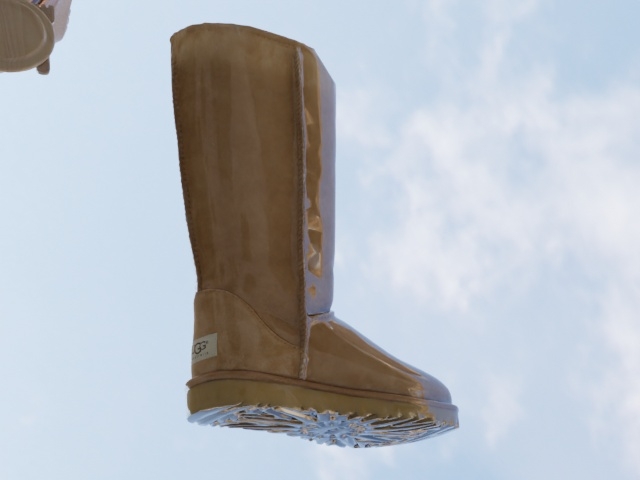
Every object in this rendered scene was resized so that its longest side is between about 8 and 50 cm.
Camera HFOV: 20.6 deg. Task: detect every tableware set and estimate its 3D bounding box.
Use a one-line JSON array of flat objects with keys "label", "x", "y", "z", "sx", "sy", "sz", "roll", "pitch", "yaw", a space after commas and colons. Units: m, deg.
[{"label": "tableware set", "x": -0.243, "y": -0.144, "z": 1.041, "sx": 0.169, "sy": 0.020, "sz": 0.141, "roll": -7, "pitch": -125, "yaw": -26}]

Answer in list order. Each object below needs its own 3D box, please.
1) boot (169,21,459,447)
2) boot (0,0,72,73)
[{"label": "boot", "x": 0.000, "y": 0.000, "z": 1.227, "sx": 0.089, "sy": 0.236, "sz": 0.269, "roll": -20, "pitch": -116, "yaw": 43}, {"label": "boot", "x": -0.295, "y": -0.221, "z": 1.428, "sx": 0.207, "sy": 0.248, "sz": 0.090, "roll": -19, "pitch": -125, "yaw": -28}]
